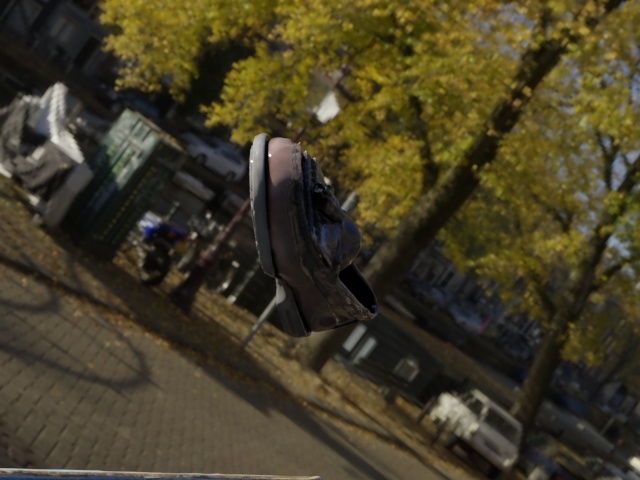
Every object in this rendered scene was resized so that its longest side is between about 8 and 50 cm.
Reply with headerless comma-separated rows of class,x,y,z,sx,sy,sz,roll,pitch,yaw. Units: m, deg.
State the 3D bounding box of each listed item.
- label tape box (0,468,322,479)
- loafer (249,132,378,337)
label tape box,-0.187,0.184,0.376,0.240,0.333,0.106,13,57,-41
loafer,0.000,0.000,0.833,0.095,0.109,0.302,-2,-27,4
